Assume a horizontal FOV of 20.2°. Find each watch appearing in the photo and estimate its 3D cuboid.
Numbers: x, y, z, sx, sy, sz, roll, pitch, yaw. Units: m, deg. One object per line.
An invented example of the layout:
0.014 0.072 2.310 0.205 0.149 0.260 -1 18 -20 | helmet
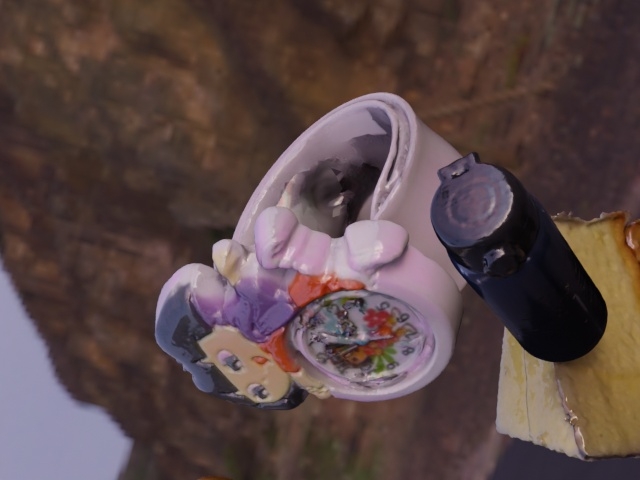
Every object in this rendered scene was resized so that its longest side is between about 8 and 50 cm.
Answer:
0.000 0.000 1.409 0.244 0.196 0.231 -30 35 33 | watch

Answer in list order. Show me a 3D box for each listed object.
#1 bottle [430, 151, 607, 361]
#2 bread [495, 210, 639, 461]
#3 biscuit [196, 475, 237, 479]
0.138 0.019 1.232 0.244 0.072 0.082 45 -158 -60 | bottle
0.263 0.070 1.405 0.135 0.240 0.178 13 101 61 | bread
0.028 0.172 0.830 0.220 0.220 0.066 105 -173 -83 | biscuit
